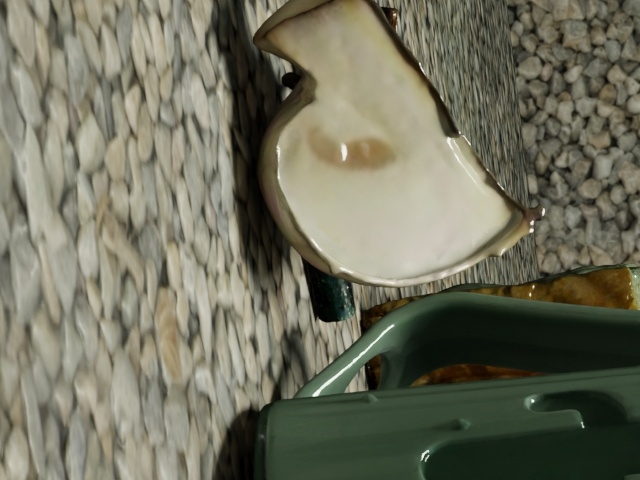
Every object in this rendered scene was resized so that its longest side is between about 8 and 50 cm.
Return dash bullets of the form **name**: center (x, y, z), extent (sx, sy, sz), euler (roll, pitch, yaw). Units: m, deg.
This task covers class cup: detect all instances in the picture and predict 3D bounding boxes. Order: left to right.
- **cup**: center (0.148, 0.192, 1.261), extent (0.310, 0.392, 0.401), euler (66, 14, -71)

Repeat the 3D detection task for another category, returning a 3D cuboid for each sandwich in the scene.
- **sandwich**: center (0.199, 0.097, 1.828), extent (0.325, 0.262, 0.131), euler (8, 73, -78)

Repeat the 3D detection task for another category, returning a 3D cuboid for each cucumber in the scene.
- **cucumber**: center (0.000, 0.000, 1.507), extent (0.032, 0.032, 0.133), euler (-69, 148, -67)

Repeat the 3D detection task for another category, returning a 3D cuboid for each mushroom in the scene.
- **mushroom**: center (0.007, -0.055, 1.407), extent (0.236, 0.162, 0.173), euler (53, -21, -13)

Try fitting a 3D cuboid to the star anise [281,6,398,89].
- **star anise**: center (0.022, -0.136, 1.594), extent (0.234, 0.073, 0.177), euler (70, 31, -57)
